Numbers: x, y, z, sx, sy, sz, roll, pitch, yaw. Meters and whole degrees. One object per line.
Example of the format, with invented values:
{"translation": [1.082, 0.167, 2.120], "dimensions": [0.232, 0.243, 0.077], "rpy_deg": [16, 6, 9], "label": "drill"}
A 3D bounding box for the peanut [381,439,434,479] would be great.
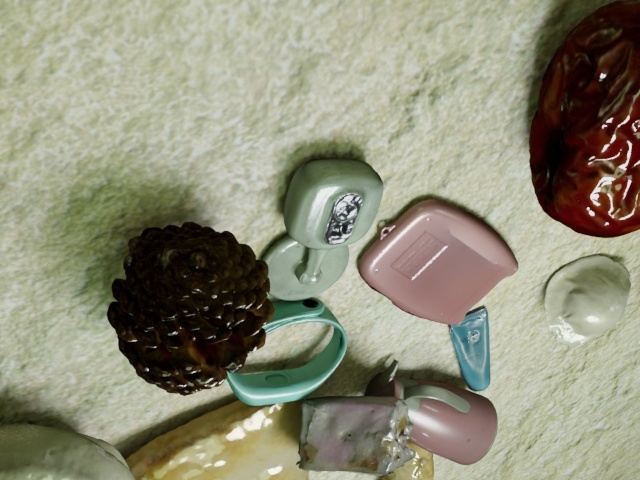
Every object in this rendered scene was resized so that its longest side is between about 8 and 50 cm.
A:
{"translation": [0.181, 0.514, 2.175], "dimensions": [0.101, 0.117, 0.263], "rpy_deg": [5, 133, -6], "label": "peanut"}

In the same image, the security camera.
{"translation": [0.000, 0.000, 1.620], "dimensions": [0.157, 0.080, 0.301], "rpy_deg": [-4, 134, -27], "label": "security camera"}

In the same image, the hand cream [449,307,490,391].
{"translation": [0.305, 0.223, 2.023], "dimensions": [0.083, 0.048, 0.224], "rpy_deg": [-23, 132, -7], "label": "hand cream"}

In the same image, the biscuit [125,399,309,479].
{"translation": [-0.208, 0.488, 1.938], "dimensions": [0.446, 0.104, 0.429], "rpy_deg": [-22, 134, -12], "label": "biscuit"}

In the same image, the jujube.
{"translation": [0.463, -0.189, 1.556], "dimensions": [0.276, 0.276, 0.377], "rpy_deg": [-1, 131, -28], "label": "jujube"}

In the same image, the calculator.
{"translation": [0.209, 0.045, 1.795], "dimensions": [0.220, 0.048, 0.329], "rpy_deg": [-45, 133, 18], "label": "calculator"}

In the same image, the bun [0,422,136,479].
{"translation": [-0.466, 0.427, 1.658], "dimensions": [0.365, 0.219, 0.365], "rpy_deg": [-5, 122, -8], "label": "bun"}

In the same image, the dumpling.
{"translation": [0.516, 0.106, 1.990], "dimensions": [0.155, 0.181, 0.111], "rpy_deg": [38, 147, -16], "label": "dumpling"}

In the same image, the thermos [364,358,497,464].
{"translation": [0.215, 0.333, 1.996], "dimensions": [0.265, 0.146, 0.176], "rpy_deg": [26, 145, -32], "label": "thermos"}

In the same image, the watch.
{"translation": [-0.070, 0.193, 1.753], "dimensions": [0.237, 0.068, 0.195], "rpy_deg": [-4, 124, -24], "label": "watch"}

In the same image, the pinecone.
{"translation": [-0.190, 0.114, 1.510], "dimensions": [0.246, 0.246, 0.292], "rpy_deg": [-12, 151, -19], "label": "pinecone"}

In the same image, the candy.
{"translation": [0.062, 0.348, 1.837], "dimensions": [0.195, 0.137, 0.185], "rpy_deg": [0, 172, 15], "label": "candy"}
